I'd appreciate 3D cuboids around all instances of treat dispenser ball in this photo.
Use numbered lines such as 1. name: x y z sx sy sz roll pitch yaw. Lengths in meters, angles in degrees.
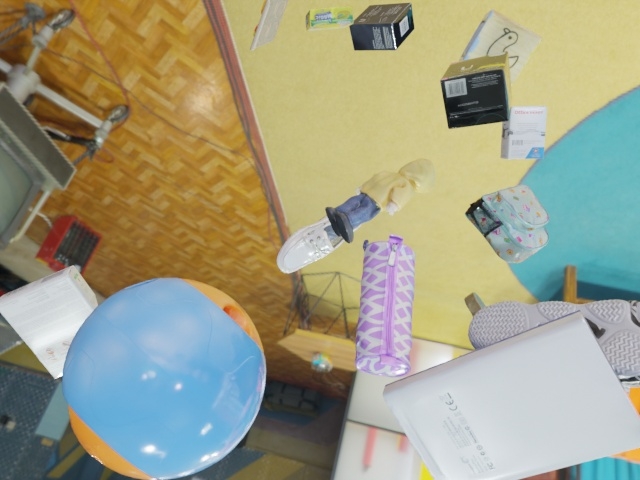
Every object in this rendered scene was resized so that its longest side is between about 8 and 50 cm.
1. treat dispenser ball: -0.224 0.199 0.766 0.288 0.288 0.288 12 152 7

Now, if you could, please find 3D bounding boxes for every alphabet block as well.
1. alphabet block: 0.628 -0.673 1.814 0.197 0.193 0.192 28 114 0

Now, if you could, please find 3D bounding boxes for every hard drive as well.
1. hard drive: 0.283 0.258 0.776 0.318 0.040 0.210 -29 96 24

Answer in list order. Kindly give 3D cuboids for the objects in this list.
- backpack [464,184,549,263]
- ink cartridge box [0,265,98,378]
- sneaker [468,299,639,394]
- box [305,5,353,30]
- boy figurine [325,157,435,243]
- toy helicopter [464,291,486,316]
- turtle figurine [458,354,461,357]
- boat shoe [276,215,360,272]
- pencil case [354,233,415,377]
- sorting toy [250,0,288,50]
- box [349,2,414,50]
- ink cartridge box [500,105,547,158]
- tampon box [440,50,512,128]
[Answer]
1. backpack: 0.493 -0.043 1.312 0.165 0.188 0.144 -15 162 -38
2. ink cartridge box: -0.583 0.187 1.166 0.181 0.056 0.225 -23 117 3
3. sneaker: 0.453 0.211 0.870 0.365 0.137 0.210 -1 135 39
4. box: 0.020 -0.540 1.253 0.105 0.179 0.043 -6 111 -4
5. boy figurine: 0.150 -0.109 1.235 0.177 0.285 0.092 32 149 57
6. toy helicopter: 0.454 0.270 1.317 0.140 0.355 0.235 -38 118 21
7. turtle figurine: 0.401 0.396 1.441 0.269 0.087 0.217 28 111 -40
8. boat shoe: 0.000 0.000 1.465 0.096 0.277 0.098 24 149 59
9. pencil case: 0.099 0.095 0.757 0.086 0.206 0.088 12 150 -9
10. sorting toy: -0.185 -0.798 1.857 0.038 0.208 0.193 31 128 0
11. box: 0.202 -0.697 1.678 0.158 0.156 0.093 13 140 31
12. ink cartridge box: 0.759 -0.402 1.923 0.139 0.191 0.082 -2 -169 -3
13. tampon box: 0.321 -0.308 1.046 0.120 0.161 0.101 -4 119 24
